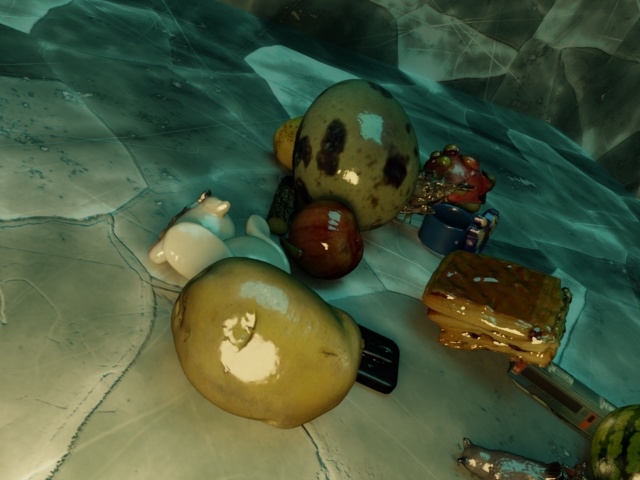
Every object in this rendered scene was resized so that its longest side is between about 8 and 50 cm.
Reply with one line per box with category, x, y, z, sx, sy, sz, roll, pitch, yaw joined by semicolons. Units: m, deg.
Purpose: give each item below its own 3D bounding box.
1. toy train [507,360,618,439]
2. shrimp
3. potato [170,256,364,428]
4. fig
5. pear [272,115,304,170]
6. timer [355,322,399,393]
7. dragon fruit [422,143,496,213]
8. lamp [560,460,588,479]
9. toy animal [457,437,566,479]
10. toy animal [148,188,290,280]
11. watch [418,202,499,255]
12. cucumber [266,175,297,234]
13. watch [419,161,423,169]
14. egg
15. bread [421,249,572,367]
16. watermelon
toy train;0.631;0.399;1.324;0.409;0.089;0.086;36;27;14
shrimp;0.278;-0.123;1.684;0.137;0.172;0.372;-14;15;-39
potato;-0.092;0.175;0.945;0.326;0.221;0.243;36;74;-12
fig;0.001;-0.001;1.346;0.205;0.205;0.205;20;32;-13
pear;-0.055;-0.286;1.737;0.177;0.178;0.178;20;32;-13
timer;0.078;0.225;1.182;0.187;0.055;0.144;26;31;-4
dragon fruit;0.461;-0.201;1.931;0.243;0.228;0.307;40;31;10
lamp;0.520;0.482;1.171;0.083;0.031;0.063;12;34;-17
toy animal;0.360;0.430;1.044;0.210;0.117;0.121;30;38;-1
toy animal;-0.182;0.027;1.157;0.289;0.174;0.249;30;32;6
watch;0.410;-0.036;1.730;0.200;0.171;0.196;27;22;21
cucumber;-0.094;-0.114;1.533;0.067;0.068;0.294;22;31;-9
watch;0.274;-0.268;2.007;0.165;0.131;0.152;-8;64;-49
egg;0.096;-0.233;1.538;0.344;0.345;0.428;11;76;-25
bread;0.420;0.169;1.374;0.324;0.167;0.277;19;35;22
watermelon;0.683;0.425;1.183;0.303;0.128;0.159;-37;73;-30
